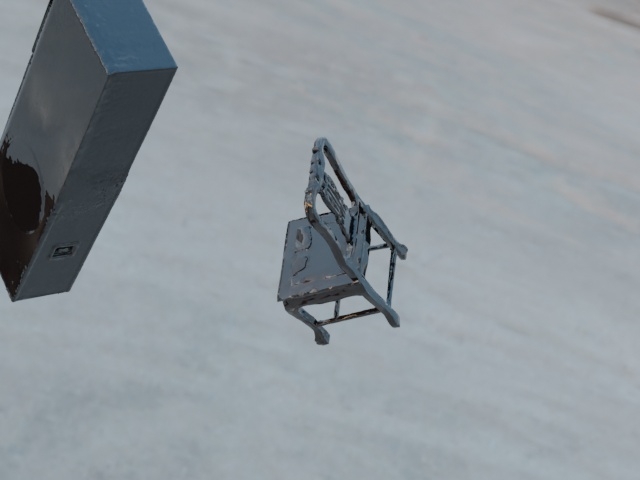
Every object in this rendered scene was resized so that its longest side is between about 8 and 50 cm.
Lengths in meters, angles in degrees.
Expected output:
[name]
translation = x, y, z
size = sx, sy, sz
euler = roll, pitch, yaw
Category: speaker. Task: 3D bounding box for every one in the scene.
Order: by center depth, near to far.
[speaker]
translation = -0.156, -0.059, 0.882
size = 0.044, 0.218, 0.082
euler = -9, 59, -36

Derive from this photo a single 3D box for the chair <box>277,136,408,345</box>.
[chair]
translation = 0.000, 0.000, 1.483
size = 0.113, 0.106, 0.229
euler = -13, -40, 25
